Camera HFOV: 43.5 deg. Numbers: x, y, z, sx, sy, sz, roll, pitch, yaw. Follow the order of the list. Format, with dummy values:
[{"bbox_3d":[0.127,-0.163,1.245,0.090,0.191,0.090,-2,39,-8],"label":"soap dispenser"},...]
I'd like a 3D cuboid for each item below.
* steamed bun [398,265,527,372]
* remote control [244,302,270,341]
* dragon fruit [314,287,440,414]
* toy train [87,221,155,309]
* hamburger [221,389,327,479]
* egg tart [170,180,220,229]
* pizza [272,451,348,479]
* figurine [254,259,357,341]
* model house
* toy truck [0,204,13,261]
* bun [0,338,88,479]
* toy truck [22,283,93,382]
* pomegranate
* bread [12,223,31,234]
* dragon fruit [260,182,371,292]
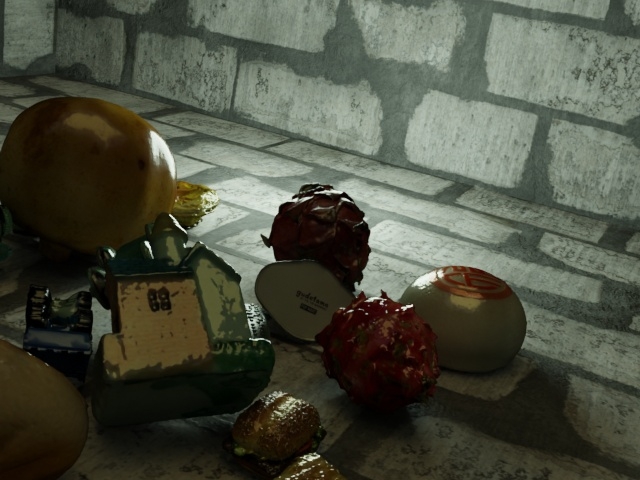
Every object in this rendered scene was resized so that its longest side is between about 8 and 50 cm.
[{"bbox_3d":[0.305,0.148,1.715,0.282,0.177,0.283,8,19,-3],"label":"steamed bun"},{"bbox_3d":[-0.141,0.179,1.621,0.072,0.042,0.222,6,19,-14],"label":"remote control"},{"bbox_3d":[0.121,0.210,1.440,0.205,0.210,0.268,-41,36,-12],"label":"dragon fruit"},{"bbox_3d":[-0.320,0.099,1.508,0.150,0.222,0.304,-27,18,0],"label":"toy train"},{"bbox_3d":[-0.073,0.296,1.259,0.137,0.087,0.166,19,21,26],"label":"hamburger"},{"bbox_3d":[-0.392,-0.096,2.174,0.240,0.106,0.241,6,20,-2],"label":"egg tart"},{"bbox_3d":[0.030,0.409,1.031,0.287,0.075,0.280,20,26,21],"label":"pizza"},{"bbox_3d":[-0.037,0.146,1.718,0.250,0.167,0.141,35,-24,-5],"label":"figurine"},{"bbox_3d":[-0.242,0.111,1.315,0.267,0.194,0.325,-1,59,-23],"label":"model house"},{"bbox_3d":[-0.777,-0.022,1.708,0.278,0.156,0.155,26,26,38],"label":"toy truck"},{"bbox_3d":[-0.458,0.237,1.024,0.298,0.299,0.165,12,53,6],"label":"bun"},{"bbox_3d":[-0.454,0.168,1.380,0.113,0.126,0.208,8,19,-19],"label":"toy truck"},{"bbox_3d":[-0.541,-0.135,1.834,0.416,0.417,0.417,9,20,-3],"label":"pomegranate"},{"bbox_3d":[-0.694,-0.076,2.037,0.172,0.064,0.232,23,22,29],"label":"bread"},{"bbox_3d":[0.000,0.000,1.900,0.244,0.244,0.299,-3,39,-31],"label":"dragon fruit"}]
